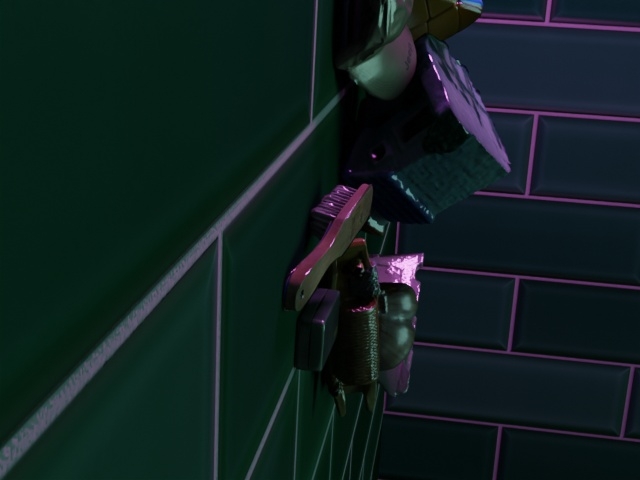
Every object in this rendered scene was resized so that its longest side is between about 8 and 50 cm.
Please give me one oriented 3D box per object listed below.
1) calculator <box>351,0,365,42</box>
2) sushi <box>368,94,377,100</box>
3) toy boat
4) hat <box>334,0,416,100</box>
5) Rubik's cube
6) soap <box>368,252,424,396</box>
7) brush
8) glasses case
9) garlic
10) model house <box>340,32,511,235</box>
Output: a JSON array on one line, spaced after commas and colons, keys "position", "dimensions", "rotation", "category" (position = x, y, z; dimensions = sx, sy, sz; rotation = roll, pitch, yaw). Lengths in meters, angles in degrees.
[{"position": [0.085, -0.402, 1.710], "dimensions": [0.141, 0.045, 0.246], "rotation": [-70, 163, -64], "category": "calculator"}, {"position": [0.142, -0.341, 2.076], "dimensions": [0.150, 0.078, 0.090], "rotation": [83, 14, -54], "category": "sushi"}, {"position": [0.053, 0.146, 1.576], "dimensions": [0.115, 0.089, 0.310], "rotation": [-117, -155, -64], "category": "toy boat"}, {"position": [0.120, -0.349, 1.532], "dimensions": [0.244, 0.149, 0.214], "rotation": [20, 70, -42], "category": "hat"}, {"position": [0.182, -0.508, 2.066], "dimensions": [0.254, 0.254, 0.254], "rotation": [5, 90, -83], "category": "Rubik's cube"}, {"position": [0.118, 0.151, 1.917], "dimensions": [0.302, 0.159, 0.258], "rotation": [-35, 134, -83], "category": "soap"}, {"position": [0.000, 0.000, 1.337], "dimensions": [0.327, 0.065, 0.070], "rotation": [-54, 156, -57], "category": "brush"}, {"position": [-0.002, 0.129, 1.429], "dimensions": [0.184, 0.039, 0.078], "rotation": [-55, 149, -76], "category": "glasses case"}, {"position": [0.094, 0.170, 1.754], "dimensions": [0.191, 0.160, 0.214], "rotation": [41, 52, -74], "category": "garlic"}, {"position": [0.140, -0.174, 1.781], "dimensions": [0.251, 0.329, 0.295], "rotation": [30, 34, -44], "category": "model house"}]
